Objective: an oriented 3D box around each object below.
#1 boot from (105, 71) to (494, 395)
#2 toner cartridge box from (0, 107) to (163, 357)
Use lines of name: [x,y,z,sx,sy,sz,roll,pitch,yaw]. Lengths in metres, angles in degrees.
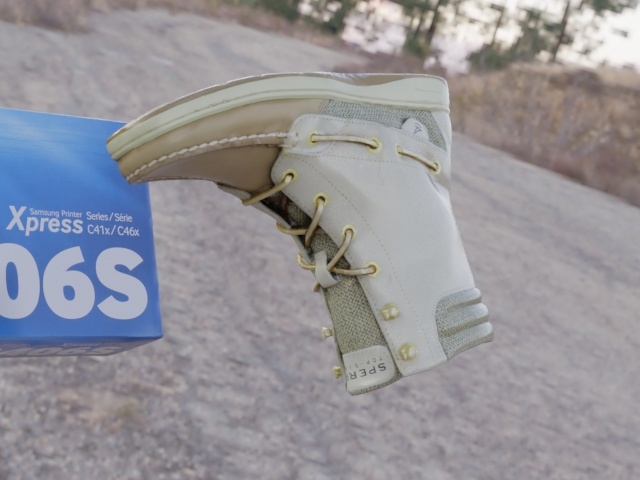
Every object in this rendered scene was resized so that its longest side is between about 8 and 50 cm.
boot: [0.000,0.000,0.654,0.213,0.165,0.077,-9,-5,-40]
toner cartridge box: [-0.274,-0.007,0.829,0.348,0.165,0.075,2,-16,-40]
